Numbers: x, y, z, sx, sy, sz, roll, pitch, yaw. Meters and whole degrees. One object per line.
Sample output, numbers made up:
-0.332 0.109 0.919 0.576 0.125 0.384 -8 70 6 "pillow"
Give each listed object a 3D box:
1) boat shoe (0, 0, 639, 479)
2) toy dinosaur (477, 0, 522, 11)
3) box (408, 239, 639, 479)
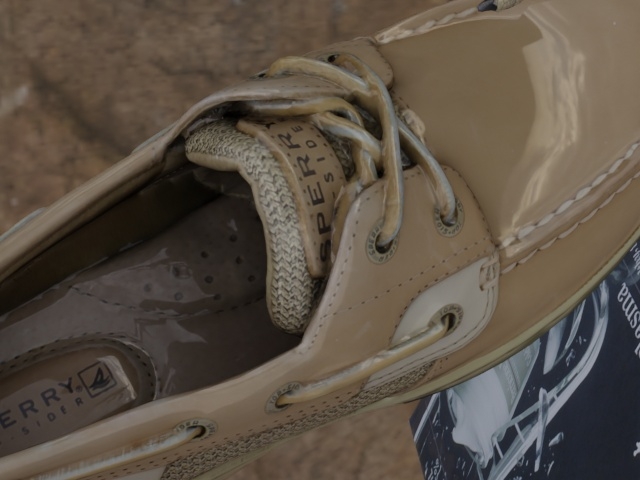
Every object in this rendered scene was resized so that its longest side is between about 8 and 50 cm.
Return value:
0.000 0.000 0.570 0.341 0.110 0.122 -34 73 -12 "boat shoe"
0.040 -0.099 0.342 0.053 0.183 0.093 55 144 44 "toy dinosaur"
0.335 0.167 1.625 0.297 0.480 0.472 14 119 -16 "box"
